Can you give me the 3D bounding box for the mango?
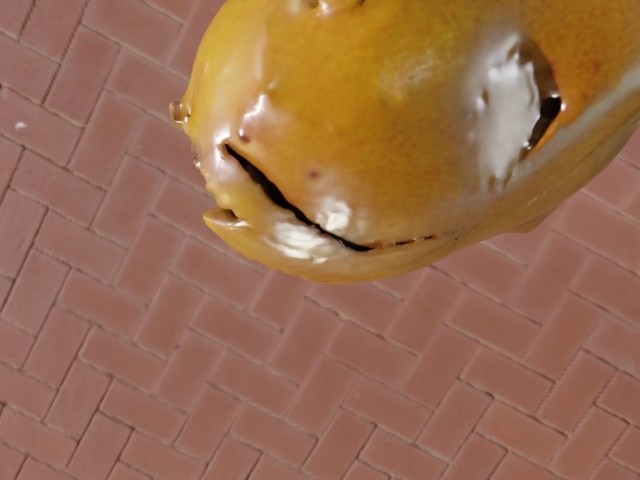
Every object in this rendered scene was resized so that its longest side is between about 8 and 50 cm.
[{"bbox_3d":[0.068,-0.084,0.392,0.287,0.152,0.201,-17,113,-11],"label":"mango"}]
